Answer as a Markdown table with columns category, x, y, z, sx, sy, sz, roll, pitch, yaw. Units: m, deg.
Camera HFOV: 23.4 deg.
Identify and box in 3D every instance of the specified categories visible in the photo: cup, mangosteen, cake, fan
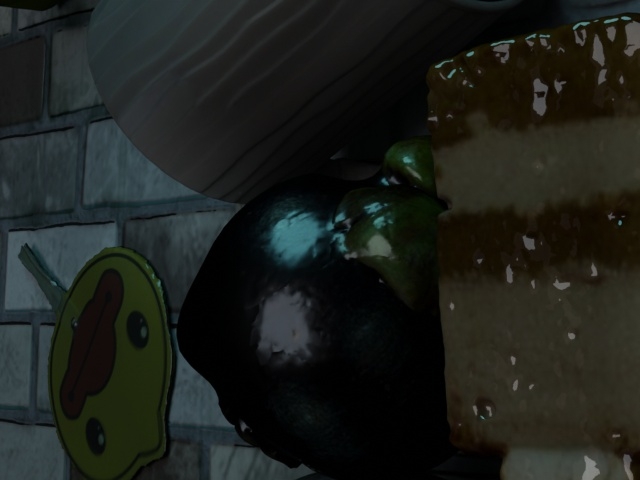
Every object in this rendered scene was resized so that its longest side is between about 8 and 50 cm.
| category | x | y | z | sx | sy | sz | roll | pitch | yaw |
| --- | --- | --- | --- | --- | --- | --- | --- | --- | --- |
| cup | -0.020 | -0.203 | 1.085 | 0.273 | 0.208 | 0.288 | -40 | 59 | 36 |
| mangosteen | 0.032 | 0.042 | 0.989 | 0.243 | 0.243 | 0.243 | -8 | 80 | 51 |
| cake | 0.189 | 0.026 | 0.837 | 0.196 | 0.199 | 0.293 | -6 | 85 | 46 |
| fan | -0.220 | 0.097 | 1.480 | 0.335 | 0.011 | 0.229 | 47 | 121 | 41 |

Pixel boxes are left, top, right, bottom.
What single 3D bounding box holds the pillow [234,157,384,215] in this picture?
| category | x | y | z | sx | sy | sz | roll | pitch | yaw |
| --- | --- | --- | --- | --- | --- | --- | --- | --- | --- |
| pillow | 0.000 | 0.000 | 1.186 | 0.248 | 0.049 | 0.135 | 5 | 86 | 49 |

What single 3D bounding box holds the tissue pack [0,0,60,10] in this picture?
| category | x | y | z | sx | sy | sz | roll | pitch | yaw |
| --- | --- | --- | --- | --- | --- | --- | --- | --- | --- |
| tissue pack | -0.280 | -0.356 | 1.453 | 0.275 | 0.200 | 0.167 | -30 | 65 | 45 |

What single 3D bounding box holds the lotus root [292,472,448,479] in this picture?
| category | x | y | z | sx | sy | sz | roll | pitch | yaw |
| --- | --- | --- | --- | --- | --- | --- | --- | --- | --- |
| lotus root | 0.026 | 0.229 | 1.063 | 0.322 | 0.140 | 0.158 | 1 | 111 | 56 |
